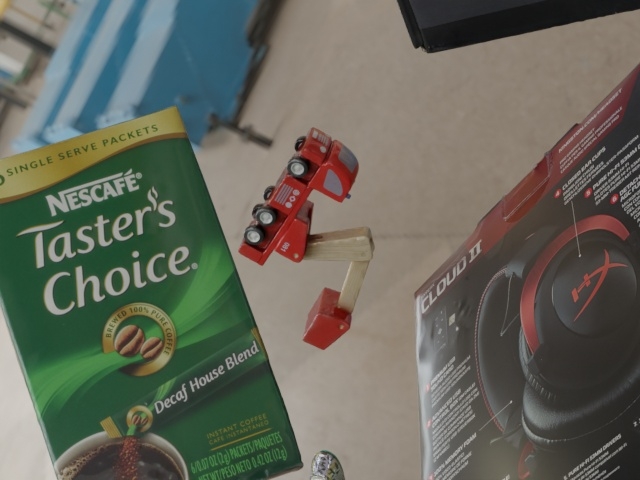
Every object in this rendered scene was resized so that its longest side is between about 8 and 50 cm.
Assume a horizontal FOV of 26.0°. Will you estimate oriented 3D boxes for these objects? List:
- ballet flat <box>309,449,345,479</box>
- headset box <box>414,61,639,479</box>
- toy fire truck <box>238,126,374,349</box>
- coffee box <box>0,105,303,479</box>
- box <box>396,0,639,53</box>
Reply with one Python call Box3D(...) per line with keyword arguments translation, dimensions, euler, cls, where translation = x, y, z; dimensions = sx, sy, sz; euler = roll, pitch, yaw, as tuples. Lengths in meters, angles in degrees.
Box3D(translation=(0.006, 0.268, 1.454), dimensions=(0.041, 0.041, 0.114), euler=(-85, -7, -45), cls="ballet flat")
Box3D(translation=(0.149, 0.065, 0.660), dimensions=(0.218, 0.110, 0.293), euler=(-49, 26, 36), cls="headset box")
Box3D(translation=(0.000, 0.000, 1.291), dimensions=(0.192, 0.135, 0.047), euler=(-56, 10, 32), cls="toy fire truck")
Box3D(translation=(-0.091, 0.038, 0.654), dimensions=(0.040, 0.113, 0.184), euler=(122, 130, -75), cls="coffee box")
Box3D(translation=(0.143, -0.250, 0.649), dimensions=(0.295, 0.293, 0.073), euler=(-9, 41, 19), cls="box")
